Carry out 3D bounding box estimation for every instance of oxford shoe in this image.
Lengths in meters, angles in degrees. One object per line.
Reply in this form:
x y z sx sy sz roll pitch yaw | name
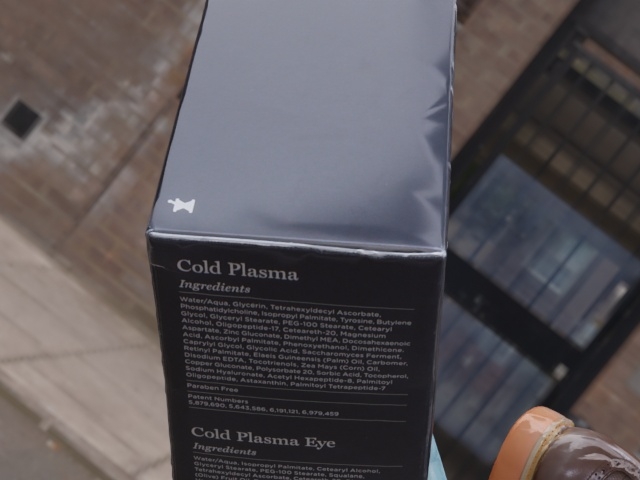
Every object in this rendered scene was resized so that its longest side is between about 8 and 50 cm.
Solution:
0.199 0.338 1.271 0.133 0.363 0.130 21 22 32 | oxford shoe

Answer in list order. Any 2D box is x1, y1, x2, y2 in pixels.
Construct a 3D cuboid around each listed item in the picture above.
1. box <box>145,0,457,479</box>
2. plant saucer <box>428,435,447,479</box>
0.000 0.000 1.023 0.343 0.179 0.312 -83 174 -46 | box
0.066 0.167 1.372 0.317 0.044 0.317 -21 90 -83 | plant saucer
